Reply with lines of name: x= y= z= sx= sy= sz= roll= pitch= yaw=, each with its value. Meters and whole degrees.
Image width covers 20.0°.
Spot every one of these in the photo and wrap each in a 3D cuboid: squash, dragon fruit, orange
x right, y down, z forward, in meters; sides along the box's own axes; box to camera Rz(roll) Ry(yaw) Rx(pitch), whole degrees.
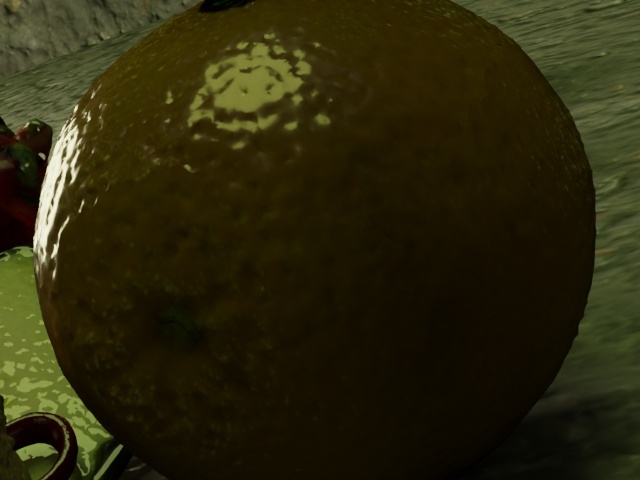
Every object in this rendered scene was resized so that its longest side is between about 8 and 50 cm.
squash: x=-0.167 y=0.105 z=0.854 sx=0.192 sy=0.085 sz=0.184 roll=-26 pitch=44 yaw=-24
dragon fruit: x=-0.218 y=-0.010 z=1.131 sx=0.160 sy=0.167 sz=0.172 roll=-1 pitch=17 yaw=-21
orange: x=0.000 y=0.000 z=0.721 sx=0.236 sy=0.236 sz=0.236 roll=-16 pitch=13 yaw=4

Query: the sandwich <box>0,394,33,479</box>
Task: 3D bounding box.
sandwich: x=-0.201 y=0.128 z=0.667 sx=0.187 sy=0.117 sz=0.144 roll=-20 pitch=10 yaw=-2

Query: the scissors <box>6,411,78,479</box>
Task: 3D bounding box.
scissors: x=-0.228 y=0.127 z=0.753 sx=0.144 sy=0.017 sz=0.247 roll=26 pitch=49 yaw=31
